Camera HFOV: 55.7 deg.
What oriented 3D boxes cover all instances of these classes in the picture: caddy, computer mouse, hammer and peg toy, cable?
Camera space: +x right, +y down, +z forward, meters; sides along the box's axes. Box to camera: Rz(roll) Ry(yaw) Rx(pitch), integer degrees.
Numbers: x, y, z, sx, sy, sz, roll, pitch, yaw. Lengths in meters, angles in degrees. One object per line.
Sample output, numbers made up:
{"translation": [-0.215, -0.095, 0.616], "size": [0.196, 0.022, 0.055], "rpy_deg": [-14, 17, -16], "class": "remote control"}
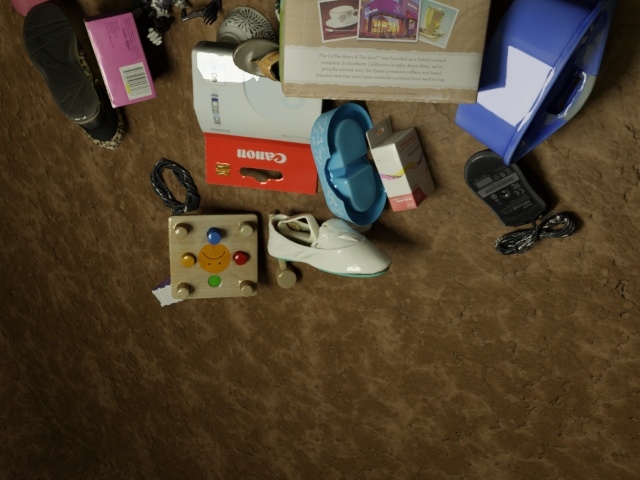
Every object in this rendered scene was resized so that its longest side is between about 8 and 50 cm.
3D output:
{"translation": [0.400, -0.297, 1.095], "size": [0.179, 0.241, 0.341], "rpy_deg": [37, 133, 18], "class": "caddy"}
{"translation": [0.415, -0.100, 1.329], "size": [0.189, 0.072, 0.272], "rpy_deg": [-24, 115, 39], "class": "computer mouse"}
{"translation": [-0.257, 0.038, 1.777], "size": [0.362, 0.127, 0.265], "rpy_deg": [-3, 107, -11], "class": "hammer and peg toy"}
{"translation": [-0.454, -0.165, 1.880], "size": [0.151, 0.047, 0.184], "rpy_deg": [-6, 113, 36], "class": "cable"}

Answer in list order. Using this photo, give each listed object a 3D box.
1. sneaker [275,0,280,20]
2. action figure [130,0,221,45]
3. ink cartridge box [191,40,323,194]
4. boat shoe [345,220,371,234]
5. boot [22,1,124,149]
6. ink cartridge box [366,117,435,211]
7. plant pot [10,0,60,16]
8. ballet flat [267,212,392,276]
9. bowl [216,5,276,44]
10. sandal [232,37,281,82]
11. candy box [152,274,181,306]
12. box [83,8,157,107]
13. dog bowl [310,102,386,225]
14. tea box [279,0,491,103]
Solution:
{"translation": [0.045, -0.469, 1.334], "size": [0.283, 0.110, 0.122], "rpy_deg": [17, 162, 9], "class": "sneaker"}
{"translation": [-0.395, -0.588, 1.511], "size": [0.276, 0.141, 0.164], "rpy_deg": [4, 129, 30], "class": "action figure"}
{"translation": [-0.152, -0.280, 1.500], "size": [0.308, 0.091, 0.384], "rpy_deg": [6, 123, 2], "class": "ink cartridge box"}
{"translation": [0.063, -0.005, 1.620], "size": [0.219, 0.078, 0.070], "rpy_deg": [-18, 106, 48], "class": "boat shoe"}
{"translation": [-0.690, -0.452, 1.729], "size": [0.377, 0.138, 0.284], "rpy_deg": [61, 174, 12], "class": "boot"}
{"translation": [0.186, -0.182, 1.392], "size": [0.067, 0.115, 0.198], "rpy_deg": [-9, 113, 38], "class": "ink cartridge box"}
{"translation": [-0.798, -0.727, 1.670], "size": [0.201, 0.201, 0.180], "rpy_deg": [36, 147, 9], "class": "plant pot"}
{"translation": [0.000, 0.000, 1.527], "size": [0.400, 0.139, 0.139], "rpy_deg": [10, 124, 45], "class": "ballet flat"}
{"translation": [-0.199, -0.479, 1.487], "size": [0.170, 0.080, 0.170], "rpy_deg": [16, 125, 24], "class": "bowl"}
{"translation": [-0.088, -0.379, 1.339], "size": [0.219, 0.060, 0.090], "rpy_deg": [23, 121, -7], "class": "sandal"}
{"translation": [-0.421, 0.126, 1.962], "size": [0.196, 0.165, 0.070], "rpy_deg": [-20, 107, 40], "class": "candy box"}
{"translation": [-0.530, -0.485, 1.599], "size": [0.243, 0.117, 0.213], "rpy_deg": [-136, 31, -60], "class": "box"}
{"translation": [0.065, -0.178, 1.453], "size": [0.074, 0.166, 0.297], "rpy_deg": [6, 122, 44], "class": "dog bowl"}
{"translation": [0.091, -0.385, 1.090], "size": [0.329, 0.323, 0.219], "rpy_deg": [1, 112, -5], "class": "tea box"}
